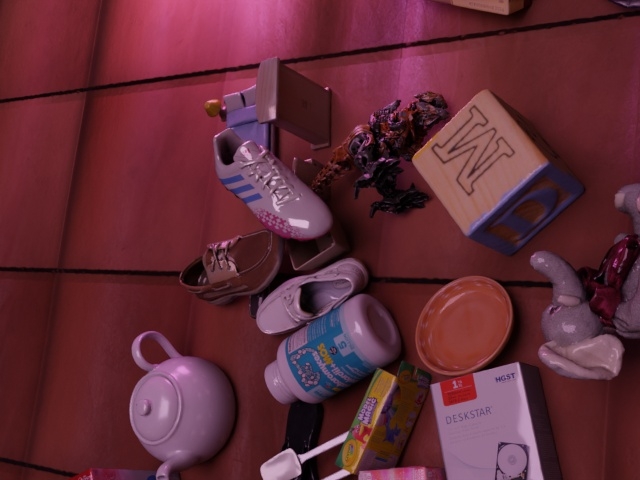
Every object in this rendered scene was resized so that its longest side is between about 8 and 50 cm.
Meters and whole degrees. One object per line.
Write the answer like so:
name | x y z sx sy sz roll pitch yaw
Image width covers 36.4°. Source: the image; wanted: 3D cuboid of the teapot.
teapot | -0.321 0.357 2.086 0.256 0.187 0.252 24 92 39

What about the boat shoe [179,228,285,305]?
boat shoe | -0.191 0.056 2.051 0.324 0.116 0.123 -33 48 46

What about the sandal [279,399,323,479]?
sandal | -0.052 0.441 1.948 0.097 0.054 0.254 -7 74 35

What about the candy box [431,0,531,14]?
candy box | 0.262 -0.564 1.913 0.316 0.087 0.183 23 128 38

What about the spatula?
spatula | 0.014 0.458 1.873 0.242 0.019 0.168 -29 69 12

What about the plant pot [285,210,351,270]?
plant pot | 0.000 0.000 2.002 0.109 0.096 0.109 -34 60 25

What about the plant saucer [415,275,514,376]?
plant saucer | 0.266 0.160 1.773 0.200 0.037 0.200 -24 46 28

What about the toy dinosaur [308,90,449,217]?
toy dinosaur | 0.120 -0.168 1.950 0.322 0.164 0.218 -45 42 32

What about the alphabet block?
alphabet block | 0.318 -0.118 1.744 0.193 0.192 0.197 -43 58 17

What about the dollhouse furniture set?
dollhouse furniture set | -0.155 -0.221 2.111 0.303 0.198 0.286 -10 72 35

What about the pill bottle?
pill bottle | 0.017 0.224 1.899 0.264 0.146 0.146 -34 60 25

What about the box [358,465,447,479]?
box | 0.166 0.551 1.698 0.142 0.154 0.300 -13 70 33

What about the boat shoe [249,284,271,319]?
boat shoe | -0.138 0.095 2.107 0.056 0.049 0.152 -4 74 38

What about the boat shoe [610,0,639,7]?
boat shoe | 0.503 -0.520 1.749 0.340 0.127 0.158 22 84 37

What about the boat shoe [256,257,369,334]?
boat shoe | -0.033 0.121 1.977 0.277 0.096 0.098 -32 93 26

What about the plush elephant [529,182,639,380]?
plush elephant | 0.450 0.085 1.535 0.255 0.272 0.330 -16 98 10

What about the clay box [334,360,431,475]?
clay box | 0.121 0.330 1.795 0.053 0.127 0.222 19 82 39

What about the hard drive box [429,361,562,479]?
hard drive box | 0.305 0.348 1.691 0.181 0.089 0.232 -21 66 30

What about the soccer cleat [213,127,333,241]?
soccer cleat | -0.109 -0.115 1.943 0.116 0.143 0.331 -37 49 -23

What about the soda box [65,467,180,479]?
soda box | -0.408 0.538 2.052 0.083 0.263 0.092 -28 63 26
